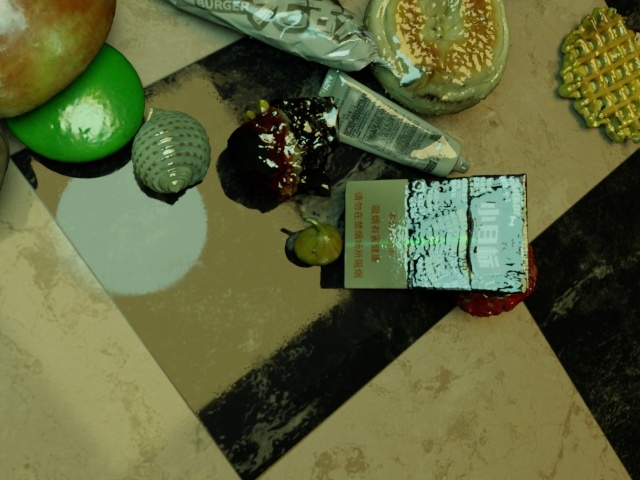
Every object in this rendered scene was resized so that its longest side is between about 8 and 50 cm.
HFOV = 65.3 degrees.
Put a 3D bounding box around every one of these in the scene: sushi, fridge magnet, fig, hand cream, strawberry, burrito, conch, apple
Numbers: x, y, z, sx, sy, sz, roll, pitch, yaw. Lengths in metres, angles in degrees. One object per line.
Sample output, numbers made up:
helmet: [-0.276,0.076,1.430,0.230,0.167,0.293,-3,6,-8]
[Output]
sushi: [-0.073,-0.152,0.848,0.150,0.153,0.172,-16,111,-40]
fridge magnet: [-0.381,-0.220,0.775,0.208,0.088,0.208,2,81,-15]
fig: [0.000,0.000,0.887,0.084,0.098,0.082,28,58,5]
hand cream: [0.145,-0.207,0.972,0.340,0.078,0.124,22,112,-14]
strawberry: [0.332,0.052,0.970,0.201,0.187,0.184,6,123,-45]
burrito: [-0.071,-0.398,0.872,0.445,0.101,0.139,22,56,-4]
conch: [-0.238,-0.151,0.821,0.135,0.102,0.153,2,85,-37]
apple: [-0.420,-0.353,0.691,0.254,0.179,0.346,10,57,-33]

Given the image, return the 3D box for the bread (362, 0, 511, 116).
bread: [0.215,-0.387,0.964,0.305,0.159,0.306,0,88,-13]

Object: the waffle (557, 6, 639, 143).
waffle: [0.705,-0.392,1.195,0.312,0.060,0.307,31,77,-14]

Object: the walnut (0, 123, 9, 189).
walnut: [-0.551,-0.129,0.636,0.273,0.227,0.273,1,87,-22]

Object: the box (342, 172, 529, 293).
box: [0.198,-0.007,0.878,0.310,0.084,0.198,0,83,18]
